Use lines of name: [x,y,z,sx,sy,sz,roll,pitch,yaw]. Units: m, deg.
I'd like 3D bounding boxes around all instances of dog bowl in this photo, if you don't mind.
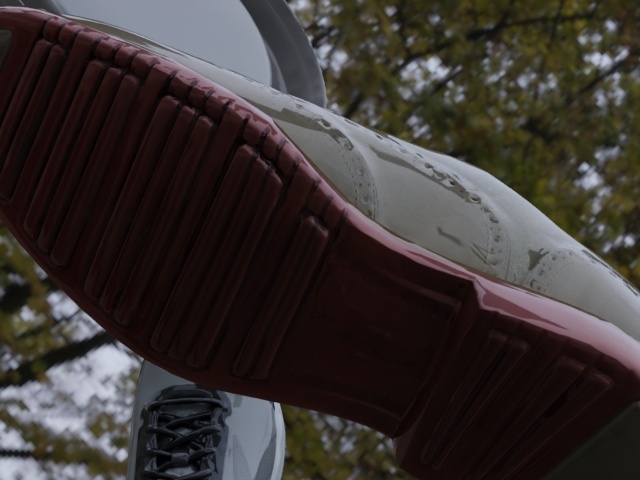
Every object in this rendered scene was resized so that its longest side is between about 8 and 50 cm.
dog bowl: [-0.160,-0.177,1.137,0.349,0.349,0.102,47,-60,2]

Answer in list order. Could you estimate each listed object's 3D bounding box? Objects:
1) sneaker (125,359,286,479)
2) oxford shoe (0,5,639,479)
sneaker: [-0.078,0.161,0.844,0.100,0.272,0.108,-4,-27,7]
oxford shoe: [0.000,0.000,0.595,0.348,0.130,0.123,33,-60,-1]
